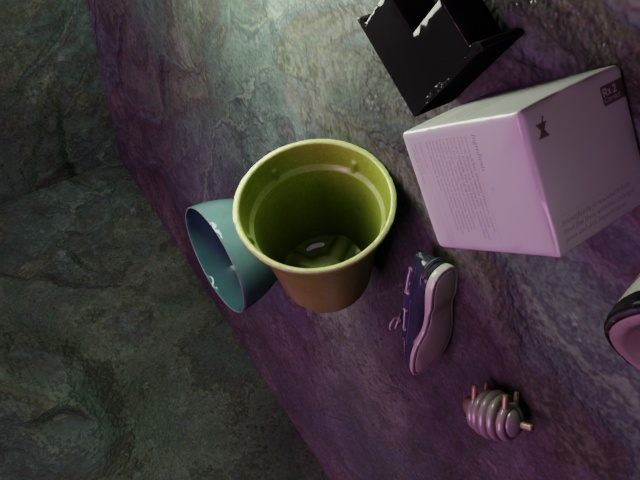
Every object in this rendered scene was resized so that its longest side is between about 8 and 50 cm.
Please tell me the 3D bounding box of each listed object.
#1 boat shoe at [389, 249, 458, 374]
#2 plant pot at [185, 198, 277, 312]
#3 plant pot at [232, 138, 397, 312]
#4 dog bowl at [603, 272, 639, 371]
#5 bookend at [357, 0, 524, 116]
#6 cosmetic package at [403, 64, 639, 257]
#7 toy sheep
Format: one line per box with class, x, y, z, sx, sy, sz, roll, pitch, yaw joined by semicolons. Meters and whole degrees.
boat shoe;0.176;0.130;1.020;0.079;0.095;0.255;38;145;39
plant pot;-0.189;0.010;1.487;0.290;0.195;0.290;45;150;34
plant pot;0.000;0.000;1.077;0.276;0.276;0.254;49;164;28
dog bowl;0.377;0.055;0.286;0.407;0.151;0.408;25;170;5
bookend;0.139;-0.265;0.721;0.157;0.072;0.156;61;155;7
cosmetic package;0.221;-0.084;0.647;0.183;0.151;0.152;8;122;62
toy sheep;0.292;0.288;0.969;0.132;0.091;0.091;7;121;55
